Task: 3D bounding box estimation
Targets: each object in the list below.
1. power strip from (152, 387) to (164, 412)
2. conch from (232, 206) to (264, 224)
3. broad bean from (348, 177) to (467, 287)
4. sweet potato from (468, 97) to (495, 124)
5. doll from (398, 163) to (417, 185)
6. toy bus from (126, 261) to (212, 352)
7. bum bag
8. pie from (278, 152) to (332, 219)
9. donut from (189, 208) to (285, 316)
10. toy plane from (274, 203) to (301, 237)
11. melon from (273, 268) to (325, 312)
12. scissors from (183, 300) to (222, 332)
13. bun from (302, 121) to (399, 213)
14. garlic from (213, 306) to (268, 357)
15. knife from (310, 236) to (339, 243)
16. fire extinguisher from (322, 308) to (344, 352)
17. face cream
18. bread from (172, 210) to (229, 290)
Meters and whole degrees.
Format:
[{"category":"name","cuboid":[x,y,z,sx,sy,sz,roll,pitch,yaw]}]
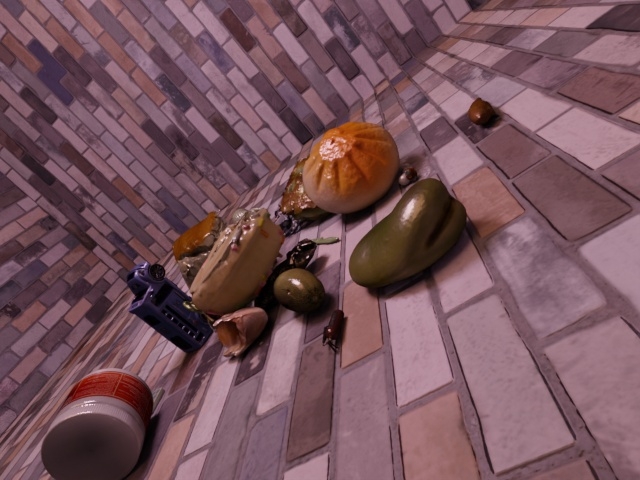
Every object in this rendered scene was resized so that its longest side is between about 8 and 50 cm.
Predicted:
[{"category":"power strip","cuboid":[-0.454,0.439,1.181,0.040,0.016,0.090,-33,20,23]},{"category":"conch","cuboid":[-0.334,-0.105,2.038,0.154,0.102,0.135,-4,14,7]},{"category":"broad bean","cuboid":[0.157,0.004,0.833,0.263,0.121,0.189,-45,17,41]},{"category":"sweet potato","cuboid":[0.421,-0.340,1.145,0.068,0.059,0.205,4,32,11]},{"category":"doll","cuboid":[0.238,-0.181,1.175,0.058,0.040,0.085,-37,16,46]},{"category":"toy bus","cuboid":[-0.457,0.200,1.293,0.126,0.292,0.133,-26,27,39]},{"category":"bum bag","cuboid":[-0.096,0.096,1.164,0.248,0.069,0.102,-50,31,12]},{"category":"pie","cuboid":[0.012,-0.210,1.465,0.355,0.103,0.288,-32,41,21]},{"category":"donut","cuboid":[-0.238,0.073,1.223,0.307,0.150,0.371,-61,17,-16]},{"category":"toy plane","cuboid":[-0.152,-0.044,1.571,0.246,0.078,0.169,-43,46,5]},{"category":"melon","cuboid":[-0.047,0.112,0.978,0.099,0.099,0.162,-48,21,-20]},{"category":"scissors","cuboid":[-0.304,0.223,1.231,0.187,0.134,0.019,25,90,52]},{"category":"bun","cuboid":[0.071,-0.230,1.246,0.299,0.164,0.298,-16,52,21]},{"category":"garlic","cuboid":[-0.207,0.215,1.082,0.175,0.099,0.124,-21,13,48]},{"category":"knife","cuboid":[0.000,0.000,1.273,0.030,0.014,0.207,-52,20,-23]},{"category":"fire extinguisher","cuboid":[0.017,0.172,0.823,0.046,0.032,0.100,-21,19,23]},{"category":"face cream","cuboid":[-0.508,0.430,1.019,0.201,0.201,0.187,-41,19,1]},{"category":"bread","cuboid":[-0.431,0.056,1.669,0.250,0.225,0.279,-36,23,11]}]
